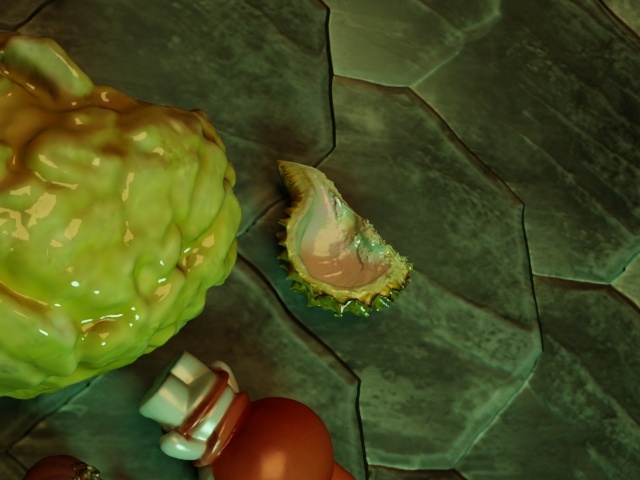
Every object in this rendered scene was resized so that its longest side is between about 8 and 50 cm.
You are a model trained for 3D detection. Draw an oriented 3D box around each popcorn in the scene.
[{"bbox_3d":[-0.279,-0.008,1.498,0.390,0.344,0.354,25,52,-21],"label":"popcorn"}]

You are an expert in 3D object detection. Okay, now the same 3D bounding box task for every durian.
[{"bbox_3d":[0.004,0.004,1.784,0.140,0.078,0.224,-22,64,-19],"label":"durian"}]

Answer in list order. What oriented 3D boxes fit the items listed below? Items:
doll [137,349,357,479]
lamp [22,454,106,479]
[{"bbox_3d":[-0.053,0.233,1.601,0.290,0.130,0.161,41,38,-7],"label":"doll"},{"bbox_3d":[-0.248,0.257,1.528,0.101,0.090,0.101,40,25,-23],"label":"lamp"}]
